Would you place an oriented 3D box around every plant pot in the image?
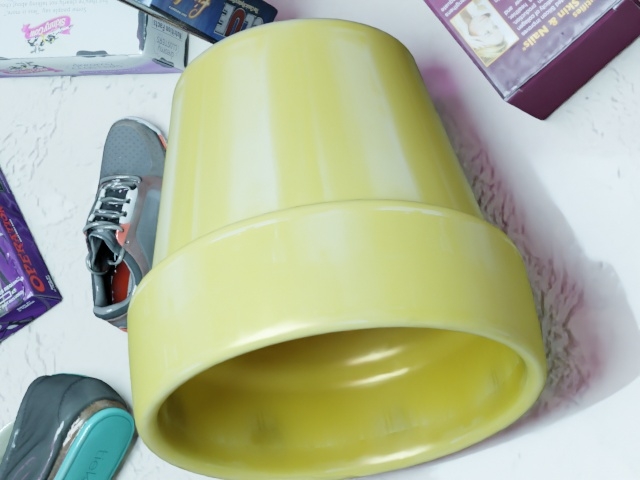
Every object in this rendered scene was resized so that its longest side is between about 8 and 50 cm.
[{"bbox_3d":[0.000,0.000,1.161,0.254,0.254,0.239,-19,61,21],"label":"plant pot"}]

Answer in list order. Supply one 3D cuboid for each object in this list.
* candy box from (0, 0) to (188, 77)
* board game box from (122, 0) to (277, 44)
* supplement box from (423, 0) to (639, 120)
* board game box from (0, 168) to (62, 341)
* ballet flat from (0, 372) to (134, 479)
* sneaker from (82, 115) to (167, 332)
[{"bbox_3d":[-0.179,-0.221,1.344,0.165,0.070,0.196,1,84,23],"label":"candy box"},{"bbox_3d":[-0.166,-0.196,1.208,0.243,0.165,0.042,26,93,22],"label":"board game box"},{"bbox_3d":[0.117,-0.185,1.205,0.104,0.081,0.188,-41,70,14],"label":"supplement box"},{"bbox_3d":[-0.381,0.045,1.419,0.347,0.056,0.208,-33,68,17],"label":"board game box"},{"bbox_3d":[-0.228,0.221,1.313,0.096,0.095,0.280,25,84,34],"label":"ballet flat"},{"bbox_3d":[-0.139,-0.014,1.306,0.061,0.065,0.157,-6,82,23],"label":"sneaker"}]
